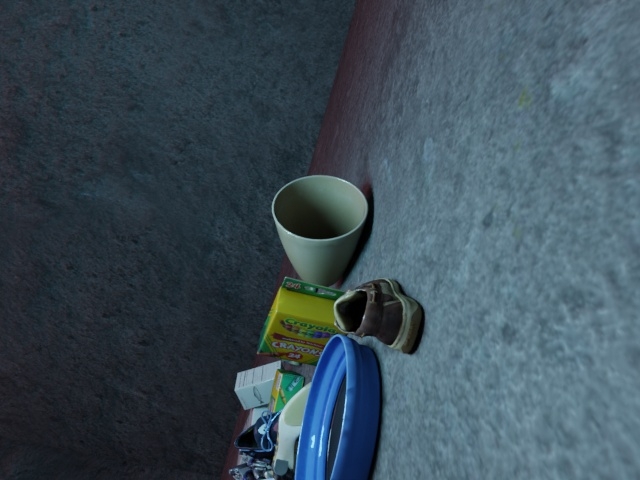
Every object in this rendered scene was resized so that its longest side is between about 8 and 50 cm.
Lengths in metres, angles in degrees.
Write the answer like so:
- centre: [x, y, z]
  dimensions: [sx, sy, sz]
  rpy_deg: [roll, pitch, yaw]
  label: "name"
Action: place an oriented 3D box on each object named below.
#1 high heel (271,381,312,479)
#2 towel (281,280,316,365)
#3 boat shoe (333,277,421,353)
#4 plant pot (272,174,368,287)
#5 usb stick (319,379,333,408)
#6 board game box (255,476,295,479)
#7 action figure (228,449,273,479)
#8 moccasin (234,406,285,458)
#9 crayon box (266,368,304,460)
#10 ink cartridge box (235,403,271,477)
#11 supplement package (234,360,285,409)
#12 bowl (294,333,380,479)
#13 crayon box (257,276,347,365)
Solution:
- centre: [-0.072, 0.529, 1.532]
  dimensions: [0.186, 0.093, 0.261]
  rpy_deg: [94, -164, -60]
  label: "high heel"
- centre: [-0.069, 0.289, 2.128]
  dimensions: [0.271, 0.040, 0.370]
  rpy_deg: [142, 143, -74]
  label: "towel"
- centre: [0.086, 0.131, 1.087]
  dimensions: [0.342, 0.123, 0.123]
  rpy_deg: [-144, 68, -81]
  label: "boat shoe"
- centre: [0.000, 0.000, 1.581]
  dimensions: [0.274, 0.256, 0.256]
  rpy_deg: [89, -175, -47]
  label: "plant pot"
- centre: [0.007, 0.412, 1.406]
  dimensions: [0.077, 0.045, 0.278]
  rpy_deg: [-109, 33, -81]
  label: "usb stick"
- centre: [-0.140, 0.765, 1.592]
  dimensions: [0.211, 0.039, 0.160]
  rpy_deg: [-33, 39, 46]
  label: "board game box"
- centre: [-0.204, 0.785, 1.812]
  dimensions: [0.285, 0.099, 0.185]
  rpy_deg: [16, 94, 63]
  label: "action figure"
- centre: [-0.150, 0.588, 1.667]
  dimensions: [0.342, 0.116, 0.138]
  rpy_deg: [-47, 36, 38]
  label: "moccasin"
- centre: [-0.133, 0.588, 1.896]
  dimensions: [0.165, 0.081, 0.279]
  rpy_deg: [146, 137, -77]
  label: "crayon box"
- centre: [-0.236, 0.760, 2.159]
  dimensions: [0.201, 0.117, 0.278]
  rpy_deg: [-90, 17, -58]
  label: "ink cartridge box"
- centre: [-0.217, 0.545, 2.100]
  dimensions: [0.105, 0.179, 0.105]
  rpy_deg: [-94, -16, -64]
  label: "supplement package"
- centre: [0.031, 0.398, 1.174]
  dimensions: [0.391, 0.077, 0.391]
  rpy_deg: [-166, 90, -82]
  label: "bowl"
- centre: [-0.041, 0.227, 1.491]
  dimensions: [0.318, 0.202, 0.081]
  rpy_deg: [114, 167, -51]
  label: "crayon box"
